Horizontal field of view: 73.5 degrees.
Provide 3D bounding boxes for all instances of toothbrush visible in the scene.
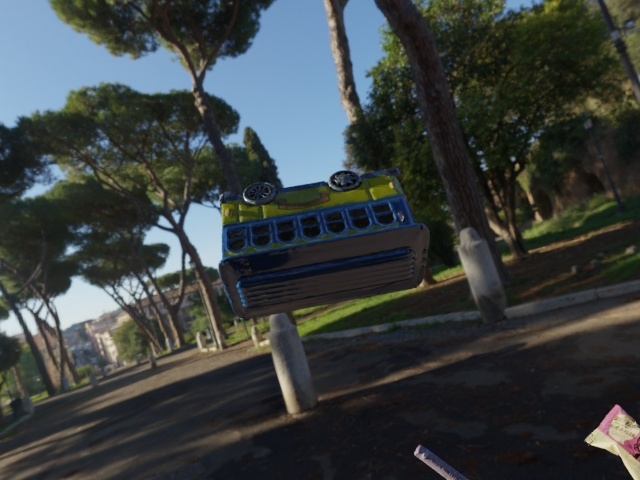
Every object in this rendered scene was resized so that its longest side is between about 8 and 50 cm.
[{"bbox_3d":[0.323,0.476,0.743,0.024,0.354,0.029,-53,-20,-16],"label":"toothbrush"}]

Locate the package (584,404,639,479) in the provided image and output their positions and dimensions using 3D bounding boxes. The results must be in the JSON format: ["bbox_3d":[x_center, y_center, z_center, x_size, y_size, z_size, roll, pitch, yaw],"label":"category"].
[{"bbox_3d":[0.345,0.229,0.476,0.059,0.029,0.083,-49,24,2],"label":"package"}]

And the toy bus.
[{"bbox_3d":[0.000,0.000,0.652,0.288,0.175,0.138,-10,-45,-3],"label":"toy bus"}]
